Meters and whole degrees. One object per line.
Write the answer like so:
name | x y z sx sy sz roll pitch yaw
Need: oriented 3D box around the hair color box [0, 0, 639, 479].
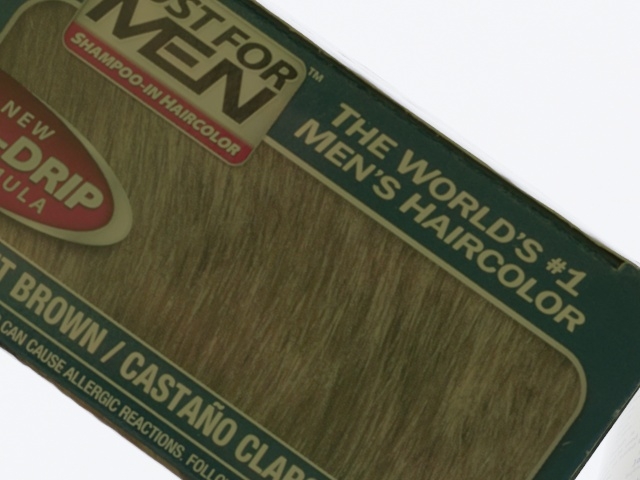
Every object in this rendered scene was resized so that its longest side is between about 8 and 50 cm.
hair color box | 0.000 0.000 0.606 0.174 0.347 0.105 35 -86 3

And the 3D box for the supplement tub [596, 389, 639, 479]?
supplement tub | 0.234 0.090 0.826 0.228 0.316 0.228 11 -47 12
